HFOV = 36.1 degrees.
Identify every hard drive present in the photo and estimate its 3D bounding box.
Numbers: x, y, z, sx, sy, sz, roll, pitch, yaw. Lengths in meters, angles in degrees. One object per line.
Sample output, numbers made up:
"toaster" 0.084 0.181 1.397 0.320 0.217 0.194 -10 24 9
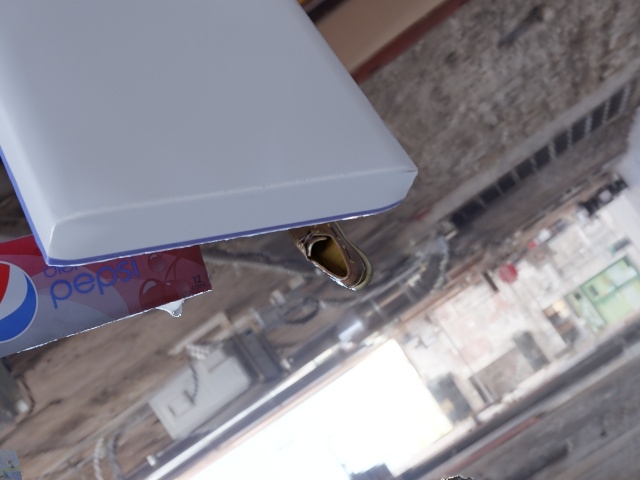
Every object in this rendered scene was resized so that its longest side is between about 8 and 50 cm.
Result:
"hard drive" -0.109 -0.131 0.583 0.210 0.040 0.318 -10 -126 -32

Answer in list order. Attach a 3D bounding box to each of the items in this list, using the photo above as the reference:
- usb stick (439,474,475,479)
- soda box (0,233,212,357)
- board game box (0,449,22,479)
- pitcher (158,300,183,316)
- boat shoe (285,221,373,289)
"usb stick" 0.035 0.306 1.056 0.077 0.278 0.045 31 -138 -69
"soda box" -0.222 0.039 0.755 0.263 0.092 0.083 -18 -89 -35
"board game box" -0.537 0.374 1.525 0.154 0.026 0.103 17 -142 -47
"pitcher" -0.267 0.035 1.293 0.207 0.125 0.178 14 166 -13
"boat shoe" 0.000 0.001 1.398 0.178 0.064 0.060 44 -164 26
